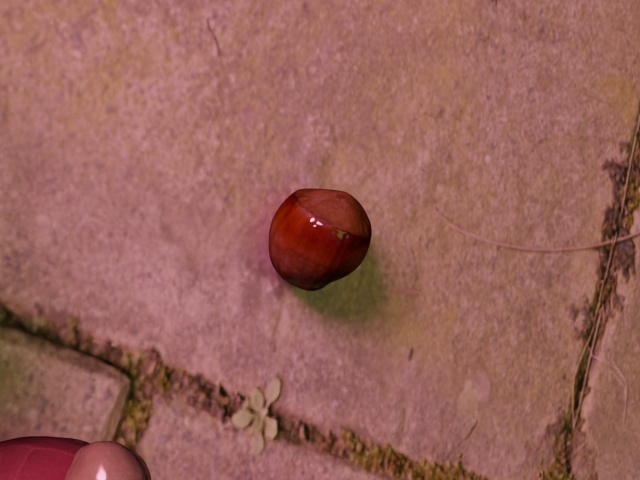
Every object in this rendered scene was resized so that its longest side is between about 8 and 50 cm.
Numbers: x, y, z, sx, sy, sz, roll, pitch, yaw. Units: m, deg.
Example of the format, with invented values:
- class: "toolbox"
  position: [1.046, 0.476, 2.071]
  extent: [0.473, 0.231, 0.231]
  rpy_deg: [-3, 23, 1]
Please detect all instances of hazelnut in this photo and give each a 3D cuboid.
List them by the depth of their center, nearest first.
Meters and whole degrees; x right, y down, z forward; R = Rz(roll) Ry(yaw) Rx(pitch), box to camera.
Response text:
- class: "hazelnut"
  position: [0.000, 0.000, 1.009]
  extent: [0.086, 0.086, 0.086]
  rpy_deg: [-2, 93, -42]

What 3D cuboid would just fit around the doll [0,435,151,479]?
- class: "doll"
  position: [-0.178, 0.244, 0.783]
  extent: [0.152, 0.196, 0.256]
  rpy_deg: [14, 76, -42]
